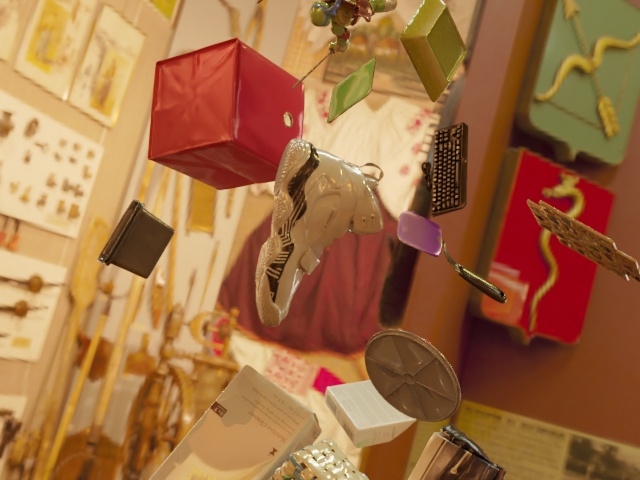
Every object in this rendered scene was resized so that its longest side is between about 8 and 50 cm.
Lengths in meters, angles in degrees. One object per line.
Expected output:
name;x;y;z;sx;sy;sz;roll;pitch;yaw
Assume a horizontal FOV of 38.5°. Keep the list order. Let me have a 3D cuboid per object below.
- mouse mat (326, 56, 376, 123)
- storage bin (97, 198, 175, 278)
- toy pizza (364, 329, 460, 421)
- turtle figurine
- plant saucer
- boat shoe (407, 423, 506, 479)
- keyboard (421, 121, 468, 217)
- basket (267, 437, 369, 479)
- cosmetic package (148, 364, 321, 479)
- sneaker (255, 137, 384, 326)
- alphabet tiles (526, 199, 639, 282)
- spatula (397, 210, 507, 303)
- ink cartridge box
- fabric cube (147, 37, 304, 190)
mouse mat;0.087;-0.423;2.579;0.007;0.153;0.189;32;-41;-28
storage bin;-0.339;0.004;1.702;0.091;0.135;0.098;33;-9;-21
toy pizza;0.169;0.243;1.668;0.201;0.201;0.032;11;35;36
turtle figurine;0.024;-0.522;2.016;0.198;0.266;0.274;53;-36;4
plant saucer;0.274;-0.447;2.108;0.045;0.188;0.188;-2;-47;39
boat shoe;0.239;0.555;1.847;0.158;0.341;0.127;28;3;34
keyboard;0.234;-0.134;1.759;0.023;0.180;0.108;23;-28;-38
basket;-0.025;0.575;1.903;0.254;0.289;0.201;40;32;28
cosmetic package;-0.200;0.504;2.080;0.217;0.385;0.156;32;-19;21
sneaker;0.000;0.000;1.771;0.210;0.366;0.137;11;3;-11
alphabet tiles;0.713;0.003;2.472;0.342;0.011;0.285;35;-4;34
spatula;0.253;0.039;1.716;0.030;0.084;0.296;-29;-53;36
ink cartridge box;0.146;0.389;2.119;0.224;0.056;0.181;-4;26;-23
fabric cube;-0.217;-0.286;2.149;0.259;0.254;0.258;-7;-18;33
